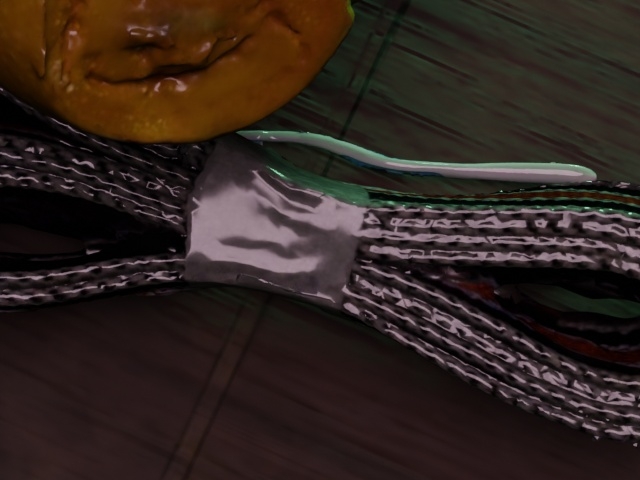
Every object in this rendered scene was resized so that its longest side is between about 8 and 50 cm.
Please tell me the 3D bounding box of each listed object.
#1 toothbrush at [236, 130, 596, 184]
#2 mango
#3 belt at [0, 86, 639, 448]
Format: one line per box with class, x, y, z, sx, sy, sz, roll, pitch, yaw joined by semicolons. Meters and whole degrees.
toothbrush;0.036;-0.036;0.772;0.162;0.014;0.017;3;88;2
mango;-0.048;-0.143;0.653;0.187;0.359;0.144;13;120;10
belt;0.000;0.000;0.722;0.360;0.094;0.126;15;90;2
